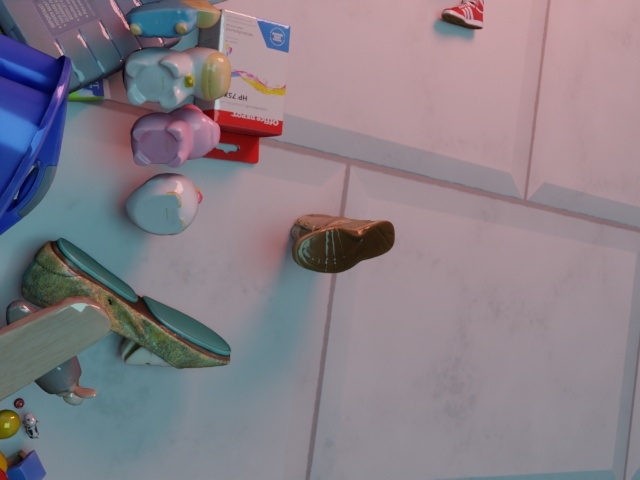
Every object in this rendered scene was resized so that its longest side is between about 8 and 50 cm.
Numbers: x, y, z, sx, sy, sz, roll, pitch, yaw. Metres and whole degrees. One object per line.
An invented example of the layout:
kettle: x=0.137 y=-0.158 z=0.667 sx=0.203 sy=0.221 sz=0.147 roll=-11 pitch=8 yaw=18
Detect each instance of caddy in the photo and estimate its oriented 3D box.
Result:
caddy: x=-0.422 y=-0.099 z=1.001 sx=0.179 sy=0.241 sz=0.341 roll=28 pitch=118 yaw=-26

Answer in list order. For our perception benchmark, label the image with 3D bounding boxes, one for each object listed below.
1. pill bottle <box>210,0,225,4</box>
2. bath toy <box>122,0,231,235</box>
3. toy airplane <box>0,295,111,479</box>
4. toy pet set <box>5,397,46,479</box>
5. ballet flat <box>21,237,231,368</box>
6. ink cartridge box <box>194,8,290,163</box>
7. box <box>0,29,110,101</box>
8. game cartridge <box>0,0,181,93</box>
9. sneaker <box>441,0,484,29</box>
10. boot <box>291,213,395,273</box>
pill bottle: x=-0.203 y=-0.489 z=1.190 sx=0.153 sy=0.153 sz=0.264 roll=-31 pitch=126 yaw=-30
bath toy: x=-0.214 y=-0.175 z=1.194 sx=0.152 sy=0.129 sz=0.348 roll=5 pitch=118 yaw=-7
toy airplane: x=-0.488 y=0.225 z=0.999 sx=0.386 sy=0.272 sz=0.384 roll=13 pitch=85 yaw=-10
toy pet set: x=-0.448 y=0.304 z=1.146 sx=0.122 sy=0.065 sz=0.114 roll=-28 pitch=108 yaw=-31
ballet flat: x=-0.294 y=0.125 z=1.230 sx=0.349 sy=0.123 sz=0.123 roll=37 pitch=71 yaw=-31
ink cartridge box: x=-0.131 y=-0.248 z=1.337 sx=0.134 sy=0.078 sz=0.230 roll=3 pitch=91 yaw=-35
box: x=-0.389 y=-0.256 z=1.174 sx=0.178 sy=0.042 sz=0.108 roll=-9 pitch=95 yaw=-35
game cartridge: x=-0.377 y=-0.395 z=1.137 sx=0.230 sy=0.068 sz=0.355 roll=-34 pitch=102 yaw=-29
sneaker: x=0.290 y=-0.472 z=1.647 sx=0.119 sy=0.042 sz=0.066 roll=3 pitch=95 yaw=-43
boot: x=0.000 y=0.000 z=1.388 sx=0.213 sy=0.165 sz=0.077 roll=-14 pitch=106 yaw=-41
